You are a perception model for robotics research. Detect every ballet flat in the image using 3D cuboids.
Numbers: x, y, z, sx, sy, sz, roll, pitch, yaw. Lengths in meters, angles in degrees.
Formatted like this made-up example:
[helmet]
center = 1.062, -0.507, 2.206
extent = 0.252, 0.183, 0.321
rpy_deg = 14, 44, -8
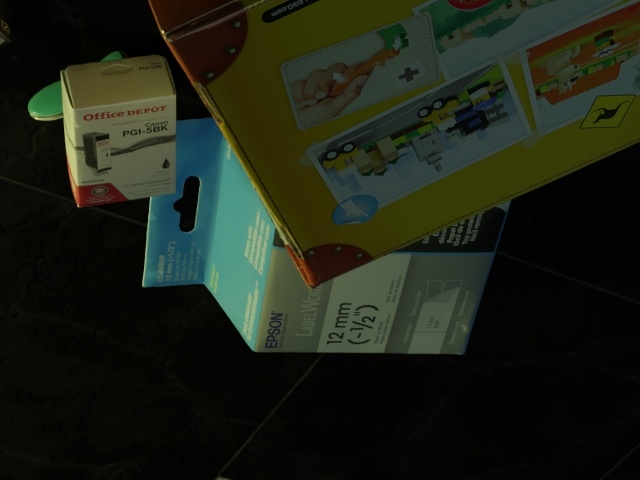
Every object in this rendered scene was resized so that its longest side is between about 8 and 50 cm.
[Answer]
[ballet flat]
center = -0.221, -0.139, 1.456
extent = 0.114, 0.041, 0.041
rpy_deg = -26, 134, 17

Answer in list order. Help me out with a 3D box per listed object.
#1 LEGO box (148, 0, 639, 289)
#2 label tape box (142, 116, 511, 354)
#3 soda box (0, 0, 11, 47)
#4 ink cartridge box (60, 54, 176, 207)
[LEGO box]
center = 0.137, -0.216, 1.246
extent = 0.500, 0.193, 0.372
rpy_deg = -24, 145, 3
[label tape box]
center = 0.000, 0.000, 1.584
extent = 0.347, 0.115, 0.249
rpy_deg = 0, 135, -12
[soda box]
center = -0.340, -0.229, 1.325
extent = 0.053, 0.060, 0.169
rpy_deg = -28, 133, 16
[ink cartridge box]
center = -0.187, -0.101, 1.438
extent = 0.099, 0.056, 0.135
rpy_deg = -10, 141, -13
